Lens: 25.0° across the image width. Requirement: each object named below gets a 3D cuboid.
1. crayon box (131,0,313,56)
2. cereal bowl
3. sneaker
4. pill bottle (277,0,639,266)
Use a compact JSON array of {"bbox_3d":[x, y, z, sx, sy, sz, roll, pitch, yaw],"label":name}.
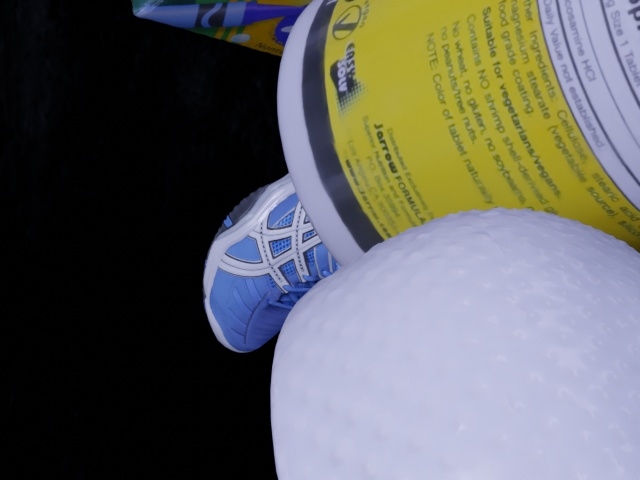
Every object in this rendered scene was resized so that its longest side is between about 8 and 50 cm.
[{"bbox_3d":[0.069,-0.206,0.757,0.323,0.203,0.083,-32,61,38],"label":"crayon box"},{"bbox_3d":[0.141,0.123,0.546,0.141,0.339,0.339,-35,58,19],"label":"cereal bowl"},{"bbox_3d":[0.000,0.000,0.881,0.211,0.080,0.081,-52,47,28],"label":"sneaker"},{"bbox_3d":[0.153,-0.089,0.661,0.334,0.188,0.188,-19,69,42],"label":"pill bottle"}]
